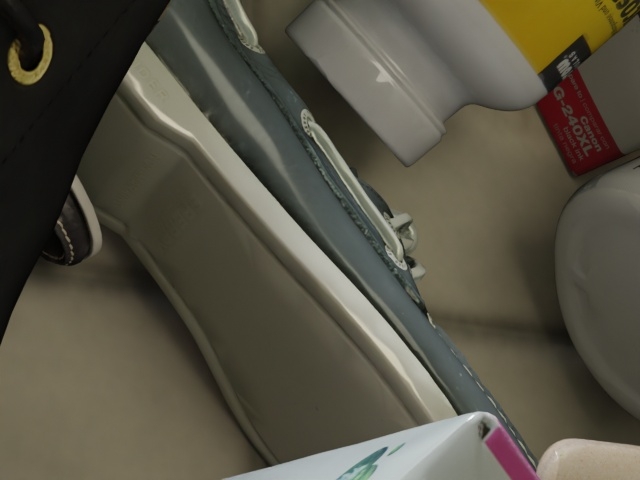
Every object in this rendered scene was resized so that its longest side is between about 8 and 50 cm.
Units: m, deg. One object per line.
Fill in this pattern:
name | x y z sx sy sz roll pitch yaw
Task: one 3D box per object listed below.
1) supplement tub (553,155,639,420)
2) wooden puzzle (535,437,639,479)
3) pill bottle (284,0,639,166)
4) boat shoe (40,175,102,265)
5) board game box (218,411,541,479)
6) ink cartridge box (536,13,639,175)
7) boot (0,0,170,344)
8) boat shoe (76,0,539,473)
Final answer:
supplement tub | 0.202 -0.003 0.799 0.190 0.117 0.117 -24 90 -27
wooden puzzle | 0.129 0.194 0.690 0.221 0.044 0.239 10 107 -32
pill bottle | 0.079 -0.116 0.745 0.184 0.103 0.103 -42 103 4
boat shoe | -0.126 -0.036 0.657 0.125 0.046 0.038 52 54 -7
board game box | -0.012 0.179 0.506 0.097 0.303 0.224 -41 101 -36
ink cartridge box | 0.178 -0.092 0.819 0.109 0.150 0.063 -26 91 -37
boot | -0.112 -0.026 0.435 0.138 0.377 0.284 26 72 -5
boat shoe | 0.000 0.000 0.692 0.099 0.116 0.319 -41 95 -33
